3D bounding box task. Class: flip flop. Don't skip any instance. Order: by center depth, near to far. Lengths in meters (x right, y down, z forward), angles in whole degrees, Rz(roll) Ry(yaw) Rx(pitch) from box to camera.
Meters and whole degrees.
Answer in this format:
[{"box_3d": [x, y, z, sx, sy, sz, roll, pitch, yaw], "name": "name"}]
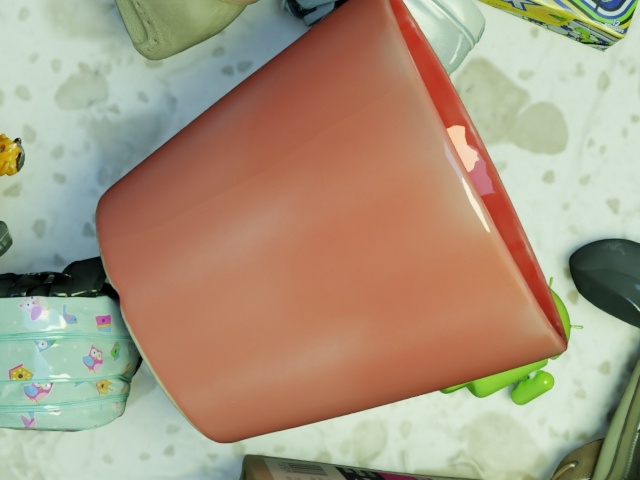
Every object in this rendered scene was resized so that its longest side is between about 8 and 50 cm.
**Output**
[{"box_3d": [0.212, 0.183, 1.206, 0.112, 0.080, 0.277, 40, 67, -31], "name": "flip flop"}]

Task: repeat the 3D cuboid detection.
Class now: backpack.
[{"box_3d": [-0.184, 0.073, 1.122, 0.151, 0.182, 0.115, -8, 88, -6], "name": "backpack"}]

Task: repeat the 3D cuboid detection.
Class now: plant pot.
[{"box_3d": [0.000, 0.000, 1.109, 0.243, 0.275, 0.275, -26, 90, 11], "name": "plant pot"}]

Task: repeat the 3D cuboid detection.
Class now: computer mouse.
[{"box_3d": [0.296, 0.054, 1.200, 0.242, 0.071, 0.041, 22, 120, 11], "name": "computer mouse"}]

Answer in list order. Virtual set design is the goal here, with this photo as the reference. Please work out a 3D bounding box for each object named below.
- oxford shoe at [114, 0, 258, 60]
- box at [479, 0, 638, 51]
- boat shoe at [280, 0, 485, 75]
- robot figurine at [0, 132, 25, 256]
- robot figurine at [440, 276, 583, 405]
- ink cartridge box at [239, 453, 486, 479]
[{"box_3d": [-0.158, -0.315, 1.168, 0.146, 0.140, 0.397, -34, 69, 35], "name": "oxford shoe"}, {"box_3d": [0.152, -0.200, 1.228, 0.168, 0.059, 0.054, 21, 83, -4], "name": "box"}, {"box_3d": [0.012, -0.192, 1.204, 0.227, 0.079, 0.081, 34, 80, -6], "name": "boat shoe"}, {"box_3d": [-0.349, -0.029, 1.142, 0.291, 0.085, 0.211, -10, 60, -6], "name": "robot figurine"}, {"box_3d": [0.133, 0.072, 1.209, 0.115, 0.067, 0.101, -28, 78, -6], "name": "robot figurine"}, {"box_3d": [0.041, 0.206, 1.109, 0.193, 0.234, 0.088, 7, 87, -6], "name": "ink cartridge box"}]
